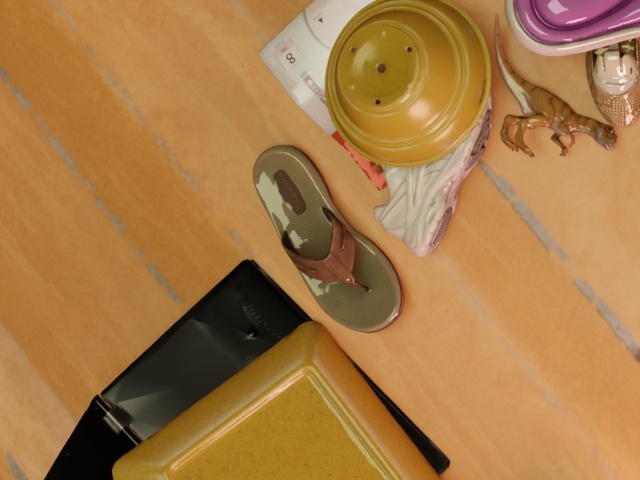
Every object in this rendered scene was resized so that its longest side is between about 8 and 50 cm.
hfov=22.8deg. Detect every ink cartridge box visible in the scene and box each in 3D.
[{"bbox_3d":[0.062,-0.208,1.993,0.189,0.066,0.232,-41,78,17],"label":"ink cartridge box"}]

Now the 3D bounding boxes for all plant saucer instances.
[{"bbox_3d":[-0.036,0.310,1.964,0.332,0.081,0.333,-36,79,-12],"label":"plant saucer"}]

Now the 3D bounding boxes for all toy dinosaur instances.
[{"bbox_3d":[0.261,-0.164,1.937,0.211,0.064,0.112,37,87,2],"label":"toy dinosaur"}]

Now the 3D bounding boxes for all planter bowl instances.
[{"bbox_3d":[0.087,-0.198,1.892,0.217,0.090,0.217,-2,86,24],"label":"planter bowl"}]

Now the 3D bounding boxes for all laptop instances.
[{"bbox_3d":[-0.115,0.318,2.114,0.382,0.236,0.408,45,134,10],"label":"laptop"}]

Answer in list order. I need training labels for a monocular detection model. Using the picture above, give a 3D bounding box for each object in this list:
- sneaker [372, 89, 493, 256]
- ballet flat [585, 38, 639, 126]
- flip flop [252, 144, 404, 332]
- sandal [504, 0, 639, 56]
[{"bbox_3d":[0.131,-0.102,1.961,0.115,0.090,0.232,28,102,15],"label":"sneaker"},{"bbox_3d":[0.345,-0.238,1.889,0.073,0.067,0.206,-6,93,18],"label":"ballet flat"},{"bbox_3d":[0.000,0.000,2.016,0.112,0.080,0.277,-34,84,18],"label":"flip flop"},{"bbox_3d":[0.410,-0.326,1.800,0.416,0.102,0.169,-29,86,3],"label":"sandal"}]
